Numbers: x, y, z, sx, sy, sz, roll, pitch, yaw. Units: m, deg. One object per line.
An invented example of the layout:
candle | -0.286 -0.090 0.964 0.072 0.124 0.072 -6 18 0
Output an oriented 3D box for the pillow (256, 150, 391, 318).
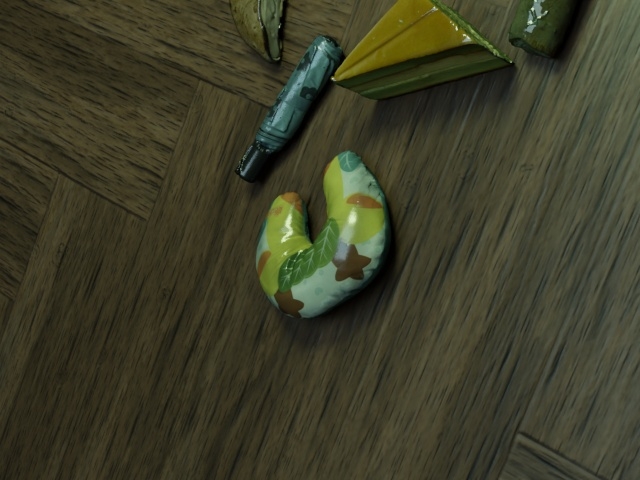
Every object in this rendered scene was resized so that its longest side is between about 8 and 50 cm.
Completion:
pillow | 0.000 0.000 1.698 0.233 0.086 0.214 -33 54 32

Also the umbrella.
umbrella | -0.046 -0.192 1.774 0.053 0.052 0.250 33 105 0

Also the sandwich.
sandwich | 0.133 -0.227 1.598 0.187 0.117 0.144 -48 55 21

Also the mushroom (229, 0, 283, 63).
mushroom | -0.096 -0.376 1.825 0.094 0.072 0.210 4 86 43

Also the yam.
yam | 0.329 -0.416 1.505 0.083 0.083 0.372 22 98 37
